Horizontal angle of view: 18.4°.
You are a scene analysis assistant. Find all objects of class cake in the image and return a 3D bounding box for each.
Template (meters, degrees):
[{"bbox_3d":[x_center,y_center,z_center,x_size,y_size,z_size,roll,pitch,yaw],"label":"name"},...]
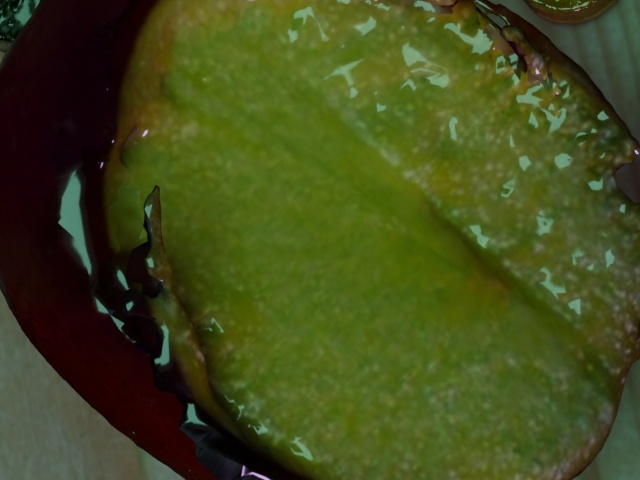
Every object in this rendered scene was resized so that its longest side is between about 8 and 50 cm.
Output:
[{"bbox_3d":[0.165,-0.187,1.316,0.084,0.044,0.084,0,92,15],"label":"cake"}]

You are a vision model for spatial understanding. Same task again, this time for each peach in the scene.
[{"bbox_3d":[0.000,0.000,1.217,0.339,0.353,0.416,-44,63,-12],"label":"peach"}]

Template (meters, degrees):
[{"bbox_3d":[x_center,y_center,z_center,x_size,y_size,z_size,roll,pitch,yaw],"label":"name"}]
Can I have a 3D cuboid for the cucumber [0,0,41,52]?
[{"bbox_3d":[-0.179,-0.308,1.395,0.096,0.096,0.359,8,91,16],"label":"cucumber"}]
